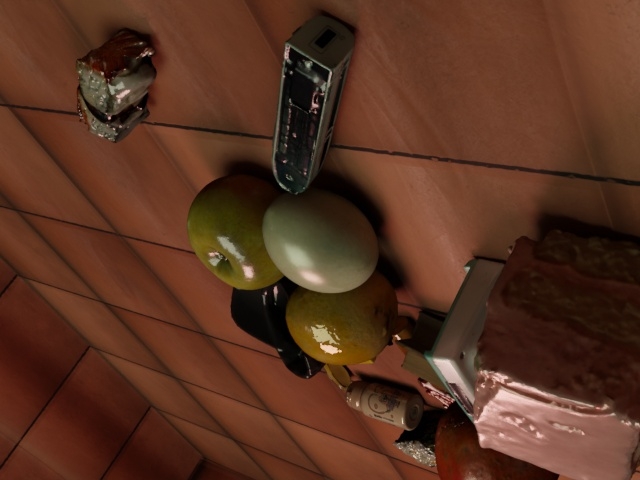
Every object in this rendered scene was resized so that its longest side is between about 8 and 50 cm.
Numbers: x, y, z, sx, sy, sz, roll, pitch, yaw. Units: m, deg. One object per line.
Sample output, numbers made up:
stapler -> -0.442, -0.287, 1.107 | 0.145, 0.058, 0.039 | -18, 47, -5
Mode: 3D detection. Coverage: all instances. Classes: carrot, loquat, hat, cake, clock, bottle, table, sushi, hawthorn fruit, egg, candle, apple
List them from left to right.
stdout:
sushi -> -0.391, -0.285, 1.742 | 0.130, 0.124, 0.332 | 43, 156, 4
apple -> -0.156, -0.016, 1.870 | 0.261, 0.194, 0.261 | 29, 150, 19
hat -> -0.052, 0.148, 2.129 | 0.336, 0.209, 0.238 | 37, 140, 34
egg -> 0.000, 0.000, 1.723 | 0.253, 0.186, 0.186 | 30, 160, -35
loquat -> 0.041, 0.143, 1.889 | 0.244, 0.244, 0.244 | 26, 154, 14
bottle -> 0.167, 0.427, 2.415 | 0.209, 0.097, 0.110 | 12, -174, 39
carrot -> 0.236, 0.264, 2.072 | 0.067, 0.067, 0.225 | -5, 133, 52
sushi -> 0.296, 0.531, 2.410 | 0.136, 0.126, 0.225 | 37, 156, -10
table -> 0.280, 0.253, 1.916 | 0.227, 0.167, 0.167 | 25, 155, 33
candle -> 0.366, 0.405, 2.184 | 0.302, 0.059, 0.084 | 30, 164, 5
hawthorn fruit -> 0.389, 0.477, 2.007 | 0.316, 0.316, 0.316 | 26, 154, 14
clock -> 0.324, 0.199, 1.666 | 0.116, 0.231, 0.262 | 2, 141, 42
cake -> 0.400, 0.184, 1.430 | 0.293, 0.306, 0.314 | 12, 147, 24

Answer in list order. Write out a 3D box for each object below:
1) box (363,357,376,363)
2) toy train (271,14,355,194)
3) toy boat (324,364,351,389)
box -> 0.063, 0.260, 2.312 | 0.155, 0.023, 0.087 | 43, 155, -20
toy train -> -0.019, -0.206, 1.497 | 0.086, 0.088, 0.407 | 33, 155, 8
toy boat -> 0.043, 0.356, 2.480 | 0.049, 0.047, 0.149 | 22, 153, 52
